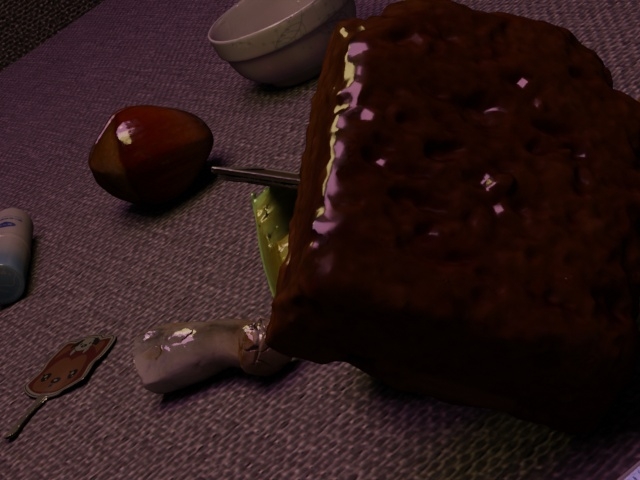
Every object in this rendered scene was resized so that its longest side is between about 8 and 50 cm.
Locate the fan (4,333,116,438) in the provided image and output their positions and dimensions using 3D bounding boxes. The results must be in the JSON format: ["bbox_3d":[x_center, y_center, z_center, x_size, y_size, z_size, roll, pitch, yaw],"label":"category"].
[{"bbox_3d":[-0.373,0.201,1.801,0.132,0.009,0.220,-13,29,37],"label":"fan"}]

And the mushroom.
[{"bbox_3d":[-0.129,0.134,1.589,0.223,0.081,0.092,-10,13,32],"label":"mushroom"}]

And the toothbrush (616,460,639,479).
[{"bbox_3d":[0.320,0.169,1.111,0.386,0.040,0.040,-39,26,-10],"label":"toothbrush"}]

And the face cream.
[{"bbox_3d":[-0.539,0.023,2.224,0.077,0.077,0.250,-28,25,3],"label":"face cream"}]

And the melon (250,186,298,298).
[{"bbox_3d":[0.000,0.000,1.653,0.196,0.124,0.323,-33,19,-6],"label":"melon"}]

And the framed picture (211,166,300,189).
[{"bbox_3d":[0.018,-0.068,1.645,0.274,0.017,0.217,9,5,14],"label":"framed picture"}]

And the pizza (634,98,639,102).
[{"bbox_3d":[0.357,-0.142,1.565,0.199,0.062,0.188,-14,7,7],"label":"pizza"}]

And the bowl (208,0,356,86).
[{"bbox_3d":[-0.052,-0.386,2.393,0.287,0.143,0.287,-24,26,13],"label":"bowl"}]

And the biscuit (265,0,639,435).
[{"bbox_3d":[0.145,-0.040,1.227,0.166,0.343,0.395,116,166,-55],"label":"biscuit"}]

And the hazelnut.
[{"bbox_3d":[-0.285,-0.152,2.171,0.181,0.181,0.212,-61,24,-14],"label":"hazelnut"}]
